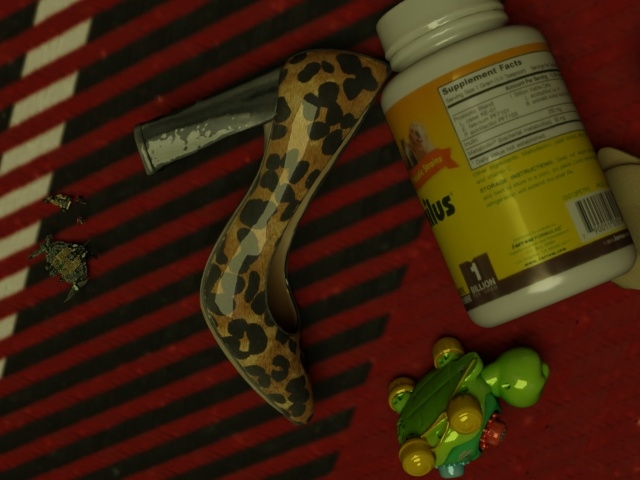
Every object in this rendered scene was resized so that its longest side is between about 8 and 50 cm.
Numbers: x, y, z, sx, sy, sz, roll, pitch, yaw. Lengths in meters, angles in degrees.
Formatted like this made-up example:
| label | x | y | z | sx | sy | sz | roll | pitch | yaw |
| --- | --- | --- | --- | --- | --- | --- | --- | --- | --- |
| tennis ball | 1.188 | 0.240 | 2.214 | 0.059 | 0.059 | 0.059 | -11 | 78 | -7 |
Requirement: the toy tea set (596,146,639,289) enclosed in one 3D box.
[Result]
| label | x | y | z | sx | sy | sz | roll | pitch | yaw |
| --- | --- | --- | --- | --- | --- | --- | --- | --- | --- |
| toy tea set | 0.307 | -0.099 | 0.824 | 0.200 | 0.124 | 0.336 | 29 | 118 | 33 |

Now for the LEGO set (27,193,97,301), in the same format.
| label | x | y | z | sx | sy | sz | roll | pitch | yaw |
| --- | --- | --- | --- | --- | --- | --- | --- | --- | --- |
| LEGO set | -0.195 | 0.004 | 0.993 | 0.054 | 0.023 | 0.083 | 17 | 97 | 4 |

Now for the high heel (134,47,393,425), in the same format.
| label | x | y | z | sx | sy | sz | roll | pitch | yaw |
| --- | --- | --- | --- | --- | --- | --- | --- | --- | --- |
| high heel | 0.000 | 0.000 | 0.916 | 0.186 | 0.093 | 0.261 | -21 | 105 | 9 |

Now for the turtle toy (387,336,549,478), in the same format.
| label | x | y | z | sx | sy | sz | roll | pitch | yaw |
| --- | --- | --- | --- | --- | --- | --- | --- | --- | --- |
| turtle toy | 0.107 | 0.121 | 0.932 | 0.066 | 0.095 | 0.130 | 36 | 113 | -24 |

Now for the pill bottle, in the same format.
| label | x | y | z | sx | sy | sz | roll | pitch | yaw |
| --- | --- | --- | --- | --- | --- | --- | --- | --- | --- |
| pill bottle | 0.114 | -0.059 | 0.838 | 0.117 | 0.117 | 0.215 | -24 | 83 | 18 |
